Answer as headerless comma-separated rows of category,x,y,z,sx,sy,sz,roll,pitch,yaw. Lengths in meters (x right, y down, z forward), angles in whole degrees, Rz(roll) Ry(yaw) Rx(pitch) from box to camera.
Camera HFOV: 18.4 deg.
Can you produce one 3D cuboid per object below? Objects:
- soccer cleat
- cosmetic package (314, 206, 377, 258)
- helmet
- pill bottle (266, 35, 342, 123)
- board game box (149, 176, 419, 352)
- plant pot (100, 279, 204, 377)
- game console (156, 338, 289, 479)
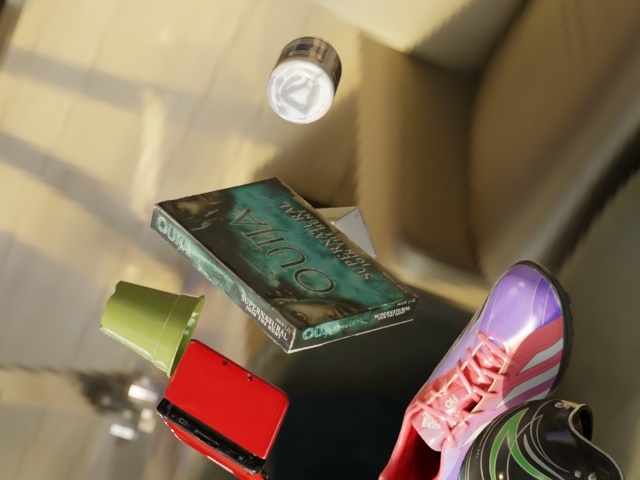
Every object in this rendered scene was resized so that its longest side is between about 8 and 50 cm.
soccer cleat,0.153,0.150,1.967,0.108,0.116,0.318,50,139,26
cosmetic package,0.000,0.000,2.067,0.041,0.060,0.115,-31,16,-36
helmet,0.209,0.235,1.867,0.161,0.169,0.169,51,127,32
pill bottle,-0.014,-0.163,1.950,0.120,0.067,0.067,-73,8,-69
board game box,-0.030,0.016,1.538,0.186,0.126,0.026,40,129,37
plant pot,-0.160,0.074,1.836,0.083,0.079,0.083,22,-90,-86
game console,-0.095,0.192,2.135,0.085,0.144,0.124,-53,-28,-15
